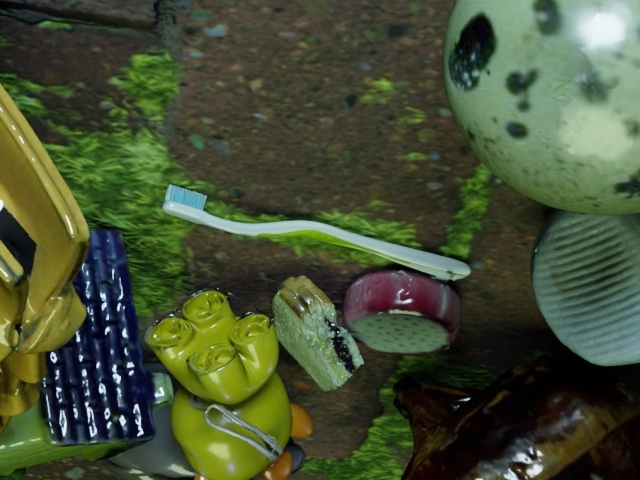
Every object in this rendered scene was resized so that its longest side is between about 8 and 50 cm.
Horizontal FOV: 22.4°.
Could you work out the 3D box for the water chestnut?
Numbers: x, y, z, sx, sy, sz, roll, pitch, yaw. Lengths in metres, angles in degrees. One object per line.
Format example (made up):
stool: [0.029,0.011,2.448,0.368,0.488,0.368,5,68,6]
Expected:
water chestnut: [0.170,0.221,1.466,0.300,0.300,0.300,4,151,2]

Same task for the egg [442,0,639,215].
egg: [0.180,-0.103,0.930,0.228,0.177,0.177,-1,155,-23]

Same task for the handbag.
handbag: [-0.284,-0.003,1.064,0.283,0.133,0.401,48,149,6]

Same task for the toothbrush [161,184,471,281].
toothbrush: [0.000,0.000,1.288,0.263,0.026,0.022,15,155,-16]

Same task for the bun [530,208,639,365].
bun: [0.226,0.023,1.208,0.083,0.141,0.141,-23,174,-43]

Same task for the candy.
candy: [0.069,0.063,1.372,0.103,0.043,0.103,4,151,2]

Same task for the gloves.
gloves: [-0.152,0.182,1.541,0.285,0.142,0.119,12,178,-13]

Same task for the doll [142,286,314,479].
doll: [-0.073,0.149,1.423,0.135,0.143,0.221,25,141,40]

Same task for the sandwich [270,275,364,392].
sandwich: [-0.004,0.078,1.373,0.093,0.035,0.105,44,159,27]

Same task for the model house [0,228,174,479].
model house: [-0.232,0.091,1.335,0.211,0.194,0.170,-12,163,6]
